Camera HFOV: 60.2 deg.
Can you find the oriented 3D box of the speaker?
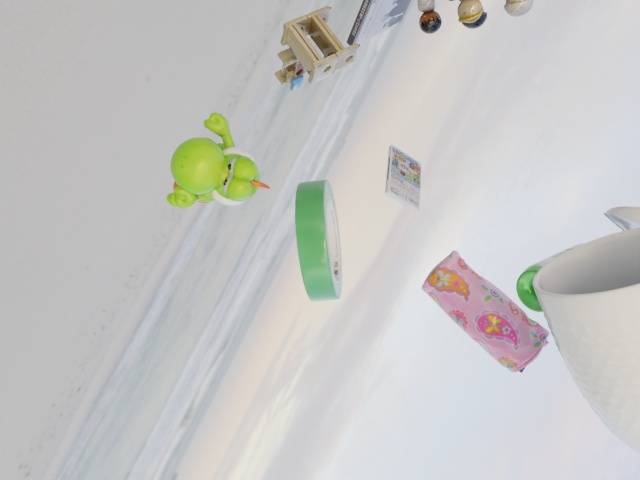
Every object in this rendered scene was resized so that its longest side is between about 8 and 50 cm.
[{"bbox_3d":[0.641,0.093,1.442,0.296,0.131,0.131,-16,149,-37],"label":"speaker"}]

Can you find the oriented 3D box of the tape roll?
[{"bbox_3d":[0.000,0.000,1.476,0.321,0.077,0.322,-6,90,-81],"label":"tape roll"}]

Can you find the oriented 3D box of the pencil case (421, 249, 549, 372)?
[{"bbox_3d":[0.354,0.153,1.190,0.124,0.284,0.124,-43,163,-16],"label":"pencil case"}]

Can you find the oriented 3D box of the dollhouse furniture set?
[{"bbox_3d":[-0.012,-0.425,1.305,0.128,0.129,0.184,-30,169,-20],"label":"dollhouse furniture set"}]

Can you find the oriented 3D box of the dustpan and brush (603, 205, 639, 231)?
[{"bbox_3d":[0.687,-0.030,1.069,0.211,0.147,0.060,27,-88,55],"label":"dustpan and brush"}]

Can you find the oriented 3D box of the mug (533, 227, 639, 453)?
[{"bbox_3d":[0.545,0.180,0.854,0.276,0.328,0.374,-24,-173,-1],"label":"mug"}]

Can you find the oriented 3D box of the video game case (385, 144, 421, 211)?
[{"bbox_3d":[0.170,-0.127,1.123,0.011,0.087,0.122,-31,-139,47],"label":"video game case"}]

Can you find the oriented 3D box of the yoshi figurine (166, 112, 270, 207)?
[{"bbox_3d":[-0.246,-0.157,1.175,0.202,0.204,0.362,-22,-165,-19],"label":"yoshi figurine"}]

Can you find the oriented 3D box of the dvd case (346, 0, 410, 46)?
[{"bbox_3d":[0.179,-0.640,1.503,0.238,0.029,0.179,-38,166,-35],"label":"dvd case"}]

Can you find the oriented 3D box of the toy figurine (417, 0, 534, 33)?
[{"bbox_3d":[0.315,-0.521,1.165,0.209,0.148,0.213,-23,-159,-25],"label":"toy figurine"}]
